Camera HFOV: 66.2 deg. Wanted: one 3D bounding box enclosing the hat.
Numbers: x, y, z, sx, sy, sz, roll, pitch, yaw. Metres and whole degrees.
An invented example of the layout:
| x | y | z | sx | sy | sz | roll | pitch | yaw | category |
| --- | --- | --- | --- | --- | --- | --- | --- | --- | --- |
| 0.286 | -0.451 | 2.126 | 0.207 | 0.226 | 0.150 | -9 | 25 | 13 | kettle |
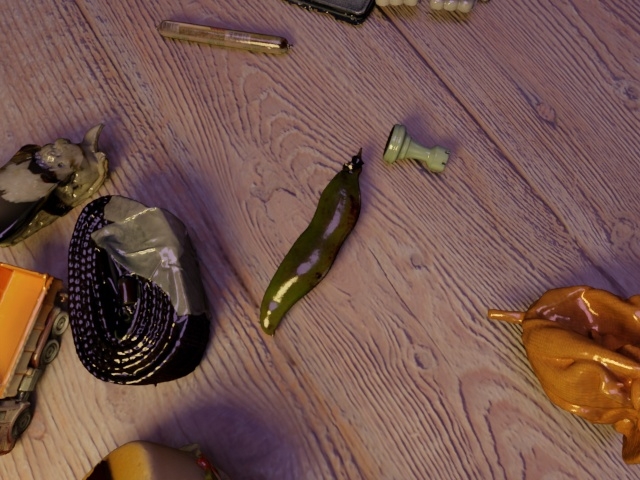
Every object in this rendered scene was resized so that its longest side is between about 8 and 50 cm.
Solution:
| x | y | z | sx | sy | sz | roll | pitch | yaw | category |
| --- | --- | --- | --- | --- | --- | --- | --- | --- | --- |
| 0.339 | 0.152 | 0.677 | 0.233 | 0.234 | 0.244 | 23 | 34 | 29 | hat |

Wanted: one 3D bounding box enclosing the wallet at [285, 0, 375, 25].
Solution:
| x | y | z | sx | sy | sz | roll | pitch | yaw | category |
| --- | --- | --- | --- | --- | --- | --- | --- | --- | --- |
| 0.016 | -0.516 | 0.948 | 0.222 | 0.036 | 0.167 | 23 | 77 | 9 | wallet |

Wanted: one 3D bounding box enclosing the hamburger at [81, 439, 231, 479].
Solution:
| x | y | z | sx | sy | sz | roll | pitch | yaw | category |
| --- | --- | --- | --- | --- | --- | --- | --- | --- | --- |
| -0.224 | 0.393 | 0.584 | 0.170 | 0.302 | 0.302 | 45 | 78 | -25 | hamburger |

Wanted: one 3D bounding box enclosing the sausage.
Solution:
| x | y | z | sx | sy | sz | roll | pitch | yaw | category |
| --- | --- | --- | --- | --- | --- | --- | --- | --- | --- |
| -0.182 | -0.380 | 0.919 | 0.268 | 0.033 | 0.033 | 10 | 75 | 5 | sausage |

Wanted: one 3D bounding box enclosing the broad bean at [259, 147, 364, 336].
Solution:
| x | y | z | sx | sy | sz | roll | pitch | yaw | category |
| --- | --- | --- | --- | --- | --- | --- | --- | --- | --- |
| 0.000 | 0.000 | 0.791 | 0.077 | 0.061 | 0.339 | 26 | 76 | 16 | broad bean |

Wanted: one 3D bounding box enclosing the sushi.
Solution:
| x | y | z | sx | sy | sz | roll | pitch | yaw | category |
| --- | --- | --- | --- | --- | --- | --- | --- | --- | --- |
| -0.461 | -0.086 | 0.824 | 0.134 | 0.109 | 0.273 | 35 | 64 | 15 | sushi |

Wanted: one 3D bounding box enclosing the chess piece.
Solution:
| x | y | z | sx | sy | sz | roll | pitch | yaw | category |
| --- | --- | --- | --- | --- | --- | --- | --- | --- | --- |
| 0.162 | -0.151 | 0.829 | 0.103 | 0.067 | 0.067 | 19 | 76 | -1 | chess piece |

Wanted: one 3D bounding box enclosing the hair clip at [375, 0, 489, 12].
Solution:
| x | y | z | sx | sy | sz | roll | pitch | yaw | category |
| --- | --- | --- | --- | --- | --- | --- | --- | --- | --- |
| 0.215 | -0.485 | 0.916 | 0.220 | 0.054 | 0.140 | 6 | 76 | 1 | hair clip |

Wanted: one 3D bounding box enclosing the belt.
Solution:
| x | y | z | sx | sy | sz | roll | pitch | yaw | category |
| --- | --- | --- | --- | --- | --- | --- | --- | --- | --- |
| -0.274 | 0.068 | 0.732 | 0.184 | 0.164 | 0.289 | -18 | 72 | 3 | belt |

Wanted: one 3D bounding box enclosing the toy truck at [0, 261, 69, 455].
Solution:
| x | y | z | sx | sy | sz | roll | pitch | yaw | category |
| --- | --- | --- | --- | --- | --- | --- | --- | --- | --- |
| -0.471 | 0.174 | 0.723 | 0.114 | 0.135 | 0.271 | 14 | 75 | 5 | toy truck |
